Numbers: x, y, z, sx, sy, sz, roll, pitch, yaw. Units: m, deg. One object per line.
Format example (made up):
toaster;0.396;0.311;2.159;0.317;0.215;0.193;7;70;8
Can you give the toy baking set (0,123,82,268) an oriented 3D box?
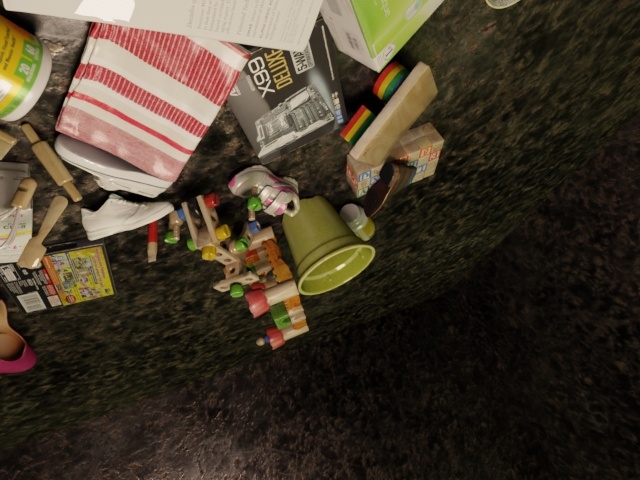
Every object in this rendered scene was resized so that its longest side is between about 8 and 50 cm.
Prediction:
toy baking set;-0.552;-0.086;0.735;0.197;0.256;0.030;-42;-164;-26

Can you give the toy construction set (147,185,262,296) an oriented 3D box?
toy construction set;-0.295;0.028;1.072;0.308;0.237;0.257;-5;159;-3

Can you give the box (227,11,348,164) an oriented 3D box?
box;-0.080;-0.329;0.893;0.242;0.076;0.307;-26;154;-1

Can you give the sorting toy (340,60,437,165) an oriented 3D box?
sorting toy;0.171;-0.326;1.039;0.255;0.089;0.257;-51;168;18

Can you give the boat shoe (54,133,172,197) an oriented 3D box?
boat shoe;-0.440;-0.145;0.872;0.084;0.095;0.258;-42;149;18

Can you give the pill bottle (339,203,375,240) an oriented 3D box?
pill bottle;0.137;-0.069;1.524;0.103;0.103;0.184;-32;153;9

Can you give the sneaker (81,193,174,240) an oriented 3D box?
sneaker;-0.470;-0.073;0.983;0.212;0.094;0.080;-18;-169;-8

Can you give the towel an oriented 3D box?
towel;-0.309;-0.268;0.740;0.237;0.037;0.329;25;127;-30

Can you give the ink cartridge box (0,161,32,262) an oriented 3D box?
ink cartridge box;-0.651;-0.054;0.803;0.128;0.127;0.176;-3;144;-38

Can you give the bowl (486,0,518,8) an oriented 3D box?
bowl;0.399;-0.594;0.855;0.170;0.080;0.170;-22;153;-12

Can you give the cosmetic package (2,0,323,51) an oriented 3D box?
cosmetic package;-0.196;-0.392;0.526;0.385;0.217;0.156;-8;148;-31

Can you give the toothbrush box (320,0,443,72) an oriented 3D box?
toothbrush box;0.128;-0.478;0.690;0.283;0.122;0.206;-48;151;0

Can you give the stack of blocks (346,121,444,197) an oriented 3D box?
stack of blocks;0.234;-0.246;1.316;0.297;0.087;0.171;-23;153;-9

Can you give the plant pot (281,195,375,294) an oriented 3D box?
plant pot;0.000;0.000;1.349;0.276;0.254;0.276;-23;154;-12

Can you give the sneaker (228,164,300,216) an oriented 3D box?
sneaker;-0.141;-0.132;1.149;0.252;0.111;0.103;6;139;-47

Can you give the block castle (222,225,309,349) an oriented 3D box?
block castle;-0.202;0.180;1.439;0.212;0.303;0.453;-21;152;-8

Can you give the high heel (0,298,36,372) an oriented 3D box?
high heel;-0.894;0.282;1.168;0.181;0.127;0.377;-14;149;-3

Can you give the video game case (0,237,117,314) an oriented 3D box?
video game case;-0.717;0.100;1.123;0.248;0.035;0.275;-12;149;-26

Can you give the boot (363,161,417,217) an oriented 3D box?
boot;0.218;-0.153;1.277;0.106;0.082;0.219;-8;146;-29

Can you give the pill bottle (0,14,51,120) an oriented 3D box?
pill bottle;-0.513;-0.273;0.528;0.136;0.136;0.245;-35;152;16
